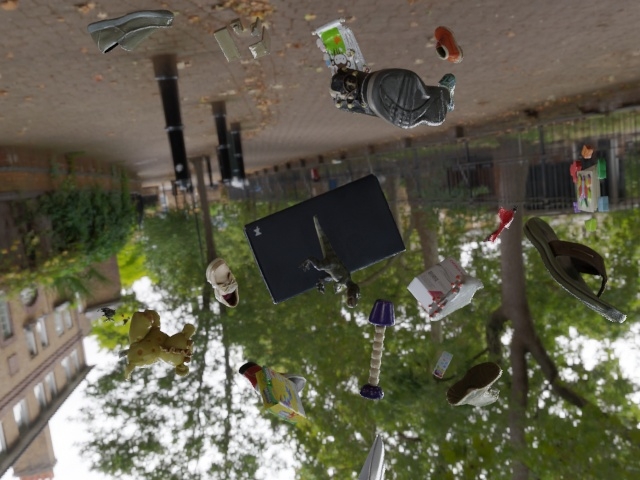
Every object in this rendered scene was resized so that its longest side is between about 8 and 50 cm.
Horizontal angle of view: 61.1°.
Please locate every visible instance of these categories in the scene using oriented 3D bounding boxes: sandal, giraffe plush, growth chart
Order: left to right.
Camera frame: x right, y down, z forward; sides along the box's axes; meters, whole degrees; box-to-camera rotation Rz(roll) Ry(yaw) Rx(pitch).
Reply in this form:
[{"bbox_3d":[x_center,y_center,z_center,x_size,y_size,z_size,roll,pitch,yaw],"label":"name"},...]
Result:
[{"bbox_3d":[-0.419,0.282,1.455,0.171,0.181,0.210,3,-166,1],"label":"giraffe plush"},{"bbox_3d":[0.071,-0.590,1.734,0.021,0.237,0.172,-38,-165,-35],"label":"growth chart"},{"bbox_3d":[0.505,0.037,1.081,0.120,0.086,0.302,28,-150,-31],"label":"sandal"}]

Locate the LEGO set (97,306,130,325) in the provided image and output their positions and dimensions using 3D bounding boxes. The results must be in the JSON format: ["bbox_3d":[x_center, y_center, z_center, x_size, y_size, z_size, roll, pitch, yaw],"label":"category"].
[{"bbox_3d":[-0.530,0.188,1.388,0.083,0.023,0.054,10,-147,-15],"label":"LEGO set"}]

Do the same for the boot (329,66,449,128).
[{"bbox_3d":[0.143,-0.386,1.429,0.284,0.138,0.377,21,-159,34],"label":"boot"}]

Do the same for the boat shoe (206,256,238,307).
[{"bbox_3d":[-0.227,0.104,1.304,0.059,0.170,0.063,35,-116,25],"label":"boat shoe"}]

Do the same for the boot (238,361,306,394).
[{"bbox_3d":[-0.185,0.513,2.062,0.244,0.088,0.176,15,-172,-44],"label":"boot"}]

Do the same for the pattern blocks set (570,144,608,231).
[{"bbox_3d":[0.883,-0.171,1.795,0.026,0.285,0.325,-3,171,10],"label":"pattern blocks set"}]

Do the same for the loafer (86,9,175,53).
[{"bbox_3d":[-0.488,-0.546,1.424,0.251,0.087,0.094,-4,-158,21],"label":"loafer"}]

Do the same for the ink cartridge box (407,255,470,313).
[{"bbox_3d":[0.525,0.196,2.345,0.237,0.172,0.100,-26,157,-32],"label":"ink cartridge box"}]

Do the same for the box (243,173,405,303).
[{"bbox_3d":[0.000,0.000,1.998,0.480,0.297,0.472,-22,178,-4],"label":"box"}]

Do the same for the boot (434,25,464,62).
[{"bbox_3d":[0.419,-0.673,1.848,0.085,0.157,0.059,-8,152,-30],"label":"boot"}]

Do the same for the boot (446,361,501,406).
[{"bbox_3d":[0.536,0.473,1.769,0.165,0.077,0.213,19,126,-36],"label":"boot"}]

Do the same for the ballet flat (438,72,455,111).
[{"bbox_3d":[0.437,-0.510,1.922,0.070,0.070,0.188,-6,150,9],"label":"ballet flat"}]

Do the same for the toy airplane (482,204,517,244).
[{"bbox_3d":[0.557,-0.046,1.667,0.151,0.151,0.028,-13,-137,-41],"label":"toy airplane"}]

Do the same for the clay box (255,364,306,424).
[{"bbox_3d":[-0.129,0.478,1.679,0.053,0.127,0.222,-31,141,9],"label":"clay box"}]

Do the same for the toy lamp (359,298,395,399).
[{"bbox_3d":[0.163,0.304,1.536,0.080,0.274,0.080,8,-175,-1],"label":"toy lamp"}]

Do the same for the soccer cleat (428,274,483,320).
[{"bbox_3d":[0.363,0.165,1.474,0.076,0.068,0.196,17,136,-15],"label":"soccer cleat"}]

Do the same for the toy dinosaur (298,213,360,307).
[{"bbox_3d":[0.016,0.073,1.467,0.118,0.268,0.064,-36,166,29],"label":"toy dinosaur"}]

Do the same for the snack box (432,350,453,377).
[{"bbox_3d":[0.474,0.481,2.106,0.037,0.100,0.141,26,174,14],"label":"snack box"}]

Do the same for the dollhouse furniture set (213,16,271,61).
[{"bbox_3d":[-0.279,-0.737,1.960,0.151,0.144,0.123,-17,-137,14],"label":"dollhouse furniture set"}]

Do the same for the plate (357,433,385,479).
[{"bbox_3d":[0.084,0.615,1.214,0.045,0.277,0.278,23,-171,9],"label":"plate"}]
